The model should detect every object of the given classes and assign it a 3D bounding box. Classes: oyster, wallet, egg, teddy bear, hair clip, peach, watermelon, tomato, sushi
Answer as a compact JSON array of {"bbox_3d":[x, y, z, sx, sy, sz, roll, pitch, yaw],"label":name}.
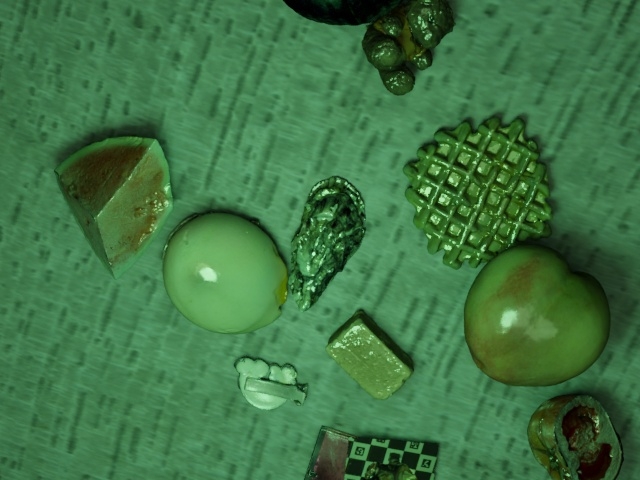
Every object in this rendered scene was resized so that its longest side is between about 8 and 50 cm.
[{"bbox_3d":[0.000,0.000,1.797,0.252,0.087,0.199,-38,98,0],"label":"oyster"},{"bbox_3d":[0.025,0.546,1.947,0.119,0.025,0.232,17,106,0],"label":"wallet"},{"bbox_3d":[-0.214,0.090,1.780,0.264,0.174,0.286,-26,104,14],"label":"egg"},{"bbox_3d":[0.171,-0.401,1.644,0.190,0.177,0.140,-32,59,13],"label":"teddy bear"},{"bbox_3d":[-0.115,0.327,1.894,0.172,0.049,0.116,11,100,5],"label":"hair clip"},{"bbox_3d":[0.426,0.159,1.696,0.292,0.247,0.292,-2,98,-15],"label":"peach"},{"bbox_3d":[-0.420,-0.093,1.762,0.260,0.176,0.256,-45,105,-9],"label":"watermelon"},{"bbox_3d":[0.523,0.431,1.803,0.180,0.155,0.214,-24,96,-25],"label":"tomato"},{"bbox_3d":[0.152,0.527,1.916,0.210,0.040,0.193,4,103,-9],"label":"sushi"}]

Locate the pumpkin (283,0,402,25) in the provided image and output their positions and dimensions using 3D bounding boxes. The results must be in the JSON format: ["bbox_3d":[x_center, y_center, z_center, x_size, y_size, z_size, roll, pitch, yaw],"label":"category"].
[{"bbox_3d":[0.054,-0.546,1.571,0.315,0.238,0.315,-3,82,19],"label":"pumpkin"}]

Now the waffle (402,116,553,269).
[{"bbox_3d":[0.327,-0.093,1.746,0.292,0.056,0.309,-17,103,8],"label":"waffle"}]

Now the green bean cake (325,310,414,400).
[{"bbox_3d":[0.107,0.252,1.835,0.109,0.085,0.179,-43,96,12],"label":"green bean cake"}]
